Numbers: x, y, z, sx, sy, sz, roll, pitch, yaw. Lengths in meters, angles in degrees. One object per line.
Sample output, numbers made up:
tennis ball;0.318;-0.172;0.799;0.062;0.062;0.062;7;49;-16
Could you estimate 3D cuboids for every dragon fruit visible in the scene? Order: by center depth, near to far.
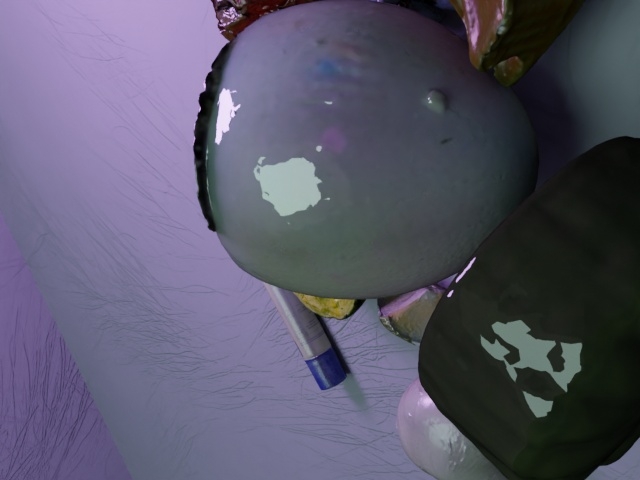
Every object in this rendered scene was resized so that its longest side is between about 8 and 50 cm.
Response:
dragon fruit;-0.092;-0.343;1.243;0.218;0.148;0.223;33;139;36

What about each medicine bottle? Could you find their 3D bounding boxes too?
medicine bottle;-0.028;0.161;1.649;0.059;0.059;0.231;-20;99;57

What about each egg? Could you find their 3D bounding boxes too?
egg;0.086;-0.101;1.050;0.340;0.354;0.354;6;123;28

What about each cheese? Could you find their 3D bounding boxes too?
cheese;0.202;0.281;1.353;0.198;0.154;0.189;21;126;45

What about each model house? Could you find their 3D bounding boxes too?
model house;0.181;-0.265;0.888;0.173;0.268;0.239;12;130;24

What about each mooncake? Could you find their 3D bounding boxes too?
mooncake;0.279;0.081;0.901;0.194;0.356;0.356;46;146;28

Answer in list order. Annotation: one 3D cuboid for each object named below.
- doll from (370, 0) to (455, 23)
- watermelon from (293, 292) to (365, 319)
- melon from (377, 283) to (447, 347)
doll;0.107;-0.302;1.077;0.180;0.075;0.120;24;137;42
watermelon;0.003;0.007;1.417;0.232;0.127;0.204;54;147;4
melon;0.138;0.104;1.341;0.202;0.139;0.093;29;114;42
